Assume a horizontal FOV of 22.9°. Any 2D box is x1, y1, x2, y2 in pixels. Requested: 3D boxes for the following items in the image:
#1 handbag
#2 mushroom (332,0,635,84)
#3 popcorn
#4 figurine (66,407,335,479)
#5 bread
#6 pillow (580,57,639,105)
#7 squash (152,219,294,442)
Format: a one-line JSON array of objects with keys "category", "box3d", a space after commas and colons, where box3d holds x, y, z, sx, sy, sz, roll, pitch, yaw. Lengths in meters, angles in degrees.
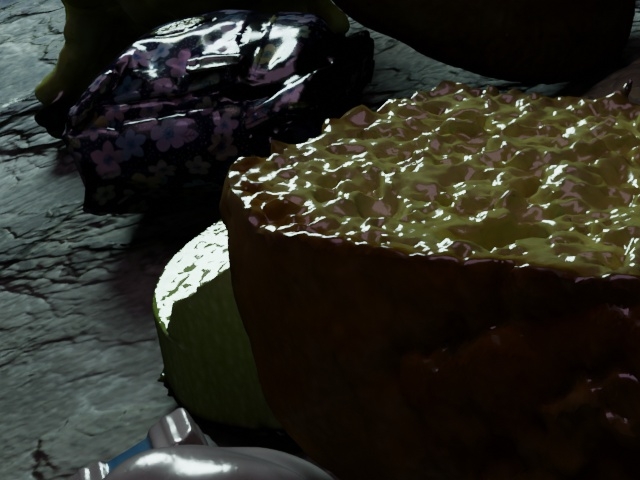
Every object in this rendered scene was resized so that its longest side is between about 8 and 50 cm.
[{"category": "handbag", "box3d": [-0.062, -0.096, 1.116, 0.207, 0.127, 0.229, -11, 16, 15]}, {"category": "mushroom", "box3d": [0.096, -0.235, 1.151, 0.283, 0.195, 0.263, 16, 41, 17]}, {"category": "popcorn", "box3d": [-0.107, -0.250, 1.337, 0.293, 0.293, 0.237, -18, 63, -3]}, {"category": "figurine", "box3d": [-0.056, 0.130, 0.658, 0.137, 0.112, 0.229, -24, 15, -4]}, {"category": "bread", "box3d": [0.127, 0.054, 0.606, 0.340, 0.179, 0.194, 9, 30, 32]}, {"category": "pillow", "box3d": [0.243, -0.095, 1.004, 0.255, 0.059, 0.169, -34, 29, -30]}, {"category": "squash", "box3d": [-0.004, 0.008, 0.868, 0.220, 0.133, 0.220, -19, 21, 8]}]
